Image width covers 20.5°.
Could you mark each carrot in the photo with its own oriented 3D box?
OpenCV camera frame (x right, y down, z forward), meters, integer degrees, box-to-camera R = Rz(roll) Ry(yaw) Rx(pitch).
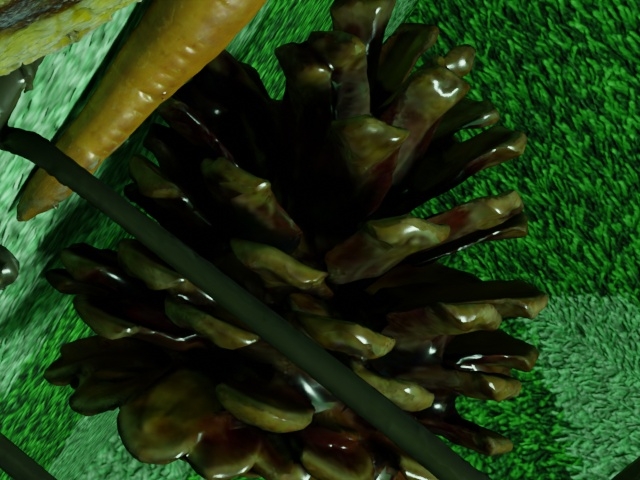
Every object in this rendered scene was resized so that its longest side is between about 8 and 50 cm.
[{"bbox_3d":[-0.091,-0.104,1.016,0.257,0.061,0.061,-54,178,11],"label":"carrot"}]

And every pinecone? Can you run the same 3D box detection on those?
[{"bbox_3d":[0.000,0.000,1.261,0.384,0.384,0.384,-55,178,-3],"label":"pinecone"}]

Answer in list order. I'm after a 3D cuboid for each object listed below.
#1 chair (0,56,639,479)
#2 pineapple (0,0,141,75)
[{"bbox_3d":[-0.124,0.169,0.778,0.410,0.364,0.362,-48,175,-31],"label":"chair"},{"bbox_3d":[-0.077,-0.087,0.514,0.221,0.047,0.221,-28,-174,3],"label":"pineapple"}]
